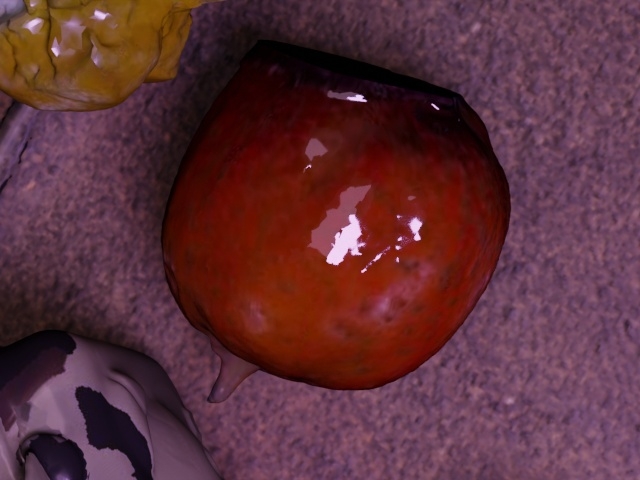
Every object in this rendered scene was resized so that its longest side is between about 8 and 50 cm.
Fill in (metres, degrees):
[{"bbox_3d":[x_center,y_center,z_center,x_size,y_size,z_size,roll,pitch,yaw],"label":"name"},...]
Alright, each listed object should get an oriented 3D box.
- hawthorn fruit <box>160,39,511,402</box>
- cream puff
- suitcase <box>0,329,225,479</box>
[{"bbox_3d":[0.000,0.000,1.240,0.215,0.215,0.250,36,88,12],"label":"hawthorn fruit"},{"bbox_3d":[-0.165,-0.251,1.305,0.274,0.270,0.323,-36,77,-32],"label":"cream puff"},{"bbox_3d":[-0.123,0.225,1.158,0.194,0.339,0.352,-26,78,5],"label":"suitcase"}]
